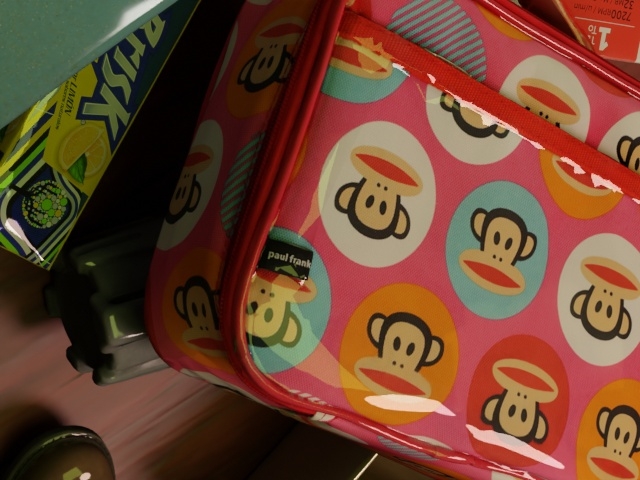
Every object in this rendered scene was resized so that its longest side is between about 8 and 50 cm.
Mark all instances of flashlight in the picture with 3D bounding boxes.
[{"bbox_3d":[0.000,0.000,0.892,0.304,0.103,0.103,-16,146,-25],"label":"flashlight"}]

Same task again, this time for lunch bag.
[{"bbox_3d":[0.075,-0.014,0.807,0.293,0.120,0.258,24,77,-32],"label":"lunch bag"}]

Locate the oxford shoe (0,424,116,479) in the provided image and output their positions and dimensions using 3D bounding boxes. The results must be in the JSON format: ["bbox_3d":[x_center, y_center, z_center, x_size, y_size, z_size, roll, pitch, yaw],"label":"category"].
[{"bbox_3d":[-0.138,0.212,0.857,0.083,0.096,0.227,3,100,-33],"label":"oxford shoe"}]

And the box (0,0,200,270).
[{"bbox_3d":[-0.126,-0.075,0.802,0.054,0.059,0.169,31,86,-38],"label":"box"}]

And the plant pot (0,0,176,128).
[{"bbox_3d":[-0.210,-0.114,0.677,0.234,0.165,0.165,-41,123,-8],"label":"plant pot"}]

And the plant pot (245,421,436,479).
[{"bbox_3d":[0.011,0.166,0.941,0.109,0.096,0.109,-47,123,-14],"label":"plant pot"}]

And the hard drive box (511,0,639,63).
[{"bbox_3d":[0.123,-0.226,0.906,0.181,0.089,0.232,2,103,-35],"label":"hard drive box"}]
